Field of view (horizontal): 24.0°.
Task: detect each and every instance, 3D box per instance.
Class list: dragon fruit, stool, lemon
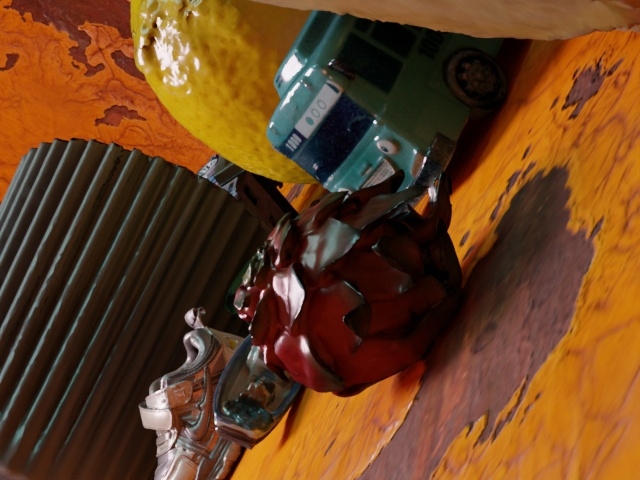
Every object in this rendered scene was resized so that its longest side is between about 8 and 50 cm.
[{"bbox_3d":[0.017,0.024,0.870,0.142,0.121,0.130,-14,73,43],"label":"dragon fruit"},{"bbox_3d":[-0.224,0.118,1.460,0.297,0.297,0.330,-45,20,61],"label":"stool"},{"bbox_3d":[-0.030,-0.182,1.301,0.245,0.320,0.245,-34,38,31],"label":"lemon"}]

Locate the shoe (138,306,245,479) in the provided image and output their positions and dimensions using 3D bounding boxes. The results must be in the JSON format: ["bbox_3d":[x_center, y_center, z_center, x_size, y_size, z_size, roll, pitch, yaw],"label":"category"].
[{"bbox_3d":[-0.104,0.142,1.263,0.180,0.092,0.089,-61,9,-22],"label":"shoe"}]

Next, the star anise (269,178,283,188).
[{"bbox_3d":[-0.047,-0.099,1.814,0.141,0.042,0.141,-32,-21,-14],"label":"star anise"}]

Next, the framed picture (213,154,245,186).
[{"bbox_3d":[0.008,-0.153,1.604,0.281,0.019,0.209,-34,11,4],"label":"framed picture"}]

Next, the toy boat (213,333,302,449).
[{"bbox_3d":[-0.039,0.095,1.139,0.140,0.059,0.066,-58,-14,-55],"label":"toy boat"}]

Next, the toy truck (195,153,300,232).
[{"bbox_3d":[-0.163,0.027,1.734,0.268,0.124,0.155,-36,17,15],"label":"toy truck"}]

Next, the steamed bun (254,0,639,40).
[{"bbox_3d":[0.099,-0.213,0.898,0.428,0.247,0.189,16,85,63],"label":"steamed bun"}]

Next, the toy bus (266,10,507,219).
[{"bbox_3d":[0.067,-0.149,1.118,0.256,0.147,0.128,-62,6,-32],"label":"toy bus"}]

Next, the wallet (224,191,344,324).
[{"bbox_3d":[0.002,0.002,1.268,0.160,0.055,0.236,-49,8,-15],"label":"wallet"}]
